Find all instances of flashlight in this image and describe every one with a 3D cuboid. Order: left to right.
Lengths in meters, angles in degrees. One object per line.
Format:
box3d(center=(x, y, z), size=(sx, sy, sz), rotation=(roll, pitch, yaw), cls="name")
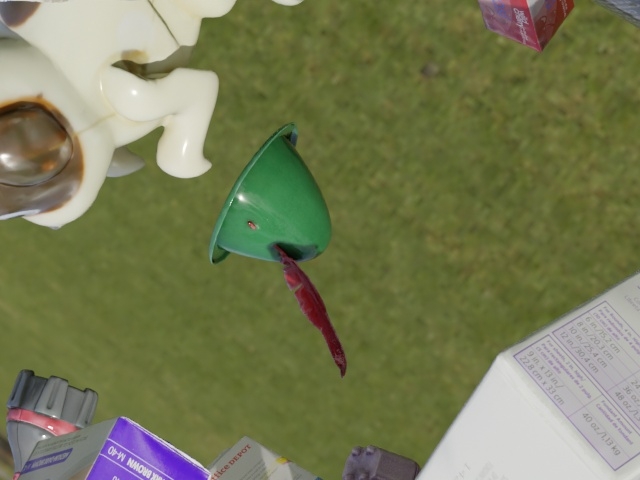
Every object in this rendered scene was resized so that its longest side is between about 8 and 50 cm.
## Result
box3d(center=(-0.336, 0.300, 1.848), size=(0.103, 0.304, 0.103), rotation=(20, 164, -7), cls="flashlight")

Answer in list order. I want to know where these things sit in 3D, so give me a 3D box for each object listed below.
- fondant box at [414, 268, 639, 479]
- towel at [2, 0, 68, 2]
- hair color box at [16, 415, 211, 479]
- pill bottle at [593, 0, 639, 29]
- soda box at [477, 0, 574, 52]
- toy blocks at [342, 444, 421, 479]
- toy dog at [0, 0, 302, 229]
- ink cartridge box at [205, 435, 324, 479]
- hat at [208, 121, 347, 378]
box3d(center=(0.196, 0.105, 0.995), size=(0.096, 0.330, 0.238), rotation=(47, 140, 20), cls="fondant box")
box3d(center=(-0.262, -0.272, 1.243), size=(0.034, 0.285, 0.209), rotation=(-20, 82, 50), cls="towel")
box3d(center=(-0.239, 0.322, 1.382), size=(0.110, 0.339, 0.185), rotation=(35, 151, -20), cls="hair color box")
box3d(center=(0.303, -0.266, 1.362), size=(0.361, 0.204, 0.204), rotation=(23, 177, -37), cls="pill bottle")
box3d(center=(0.238, -0.347, 2.046), size=(0.092, 0.083, 0.263), rotation=(28, 164, 28), cls="soda box")
box3d(center=(0.060, 0.278, 1.467), size=(0.288, 0.309, 0.260), rotation=(-17, 136, 43), cls="toy blocks")
box3d(center=(-0.254, -0.200, 1.736), size=(0.284, 0.408, 0.395), rotation=(15, 158, 38), cls="toy dog")
box3d(center=(-0.063, 0.280, 1.725), size=(0.143, 0.092, 0.090), rotation=(27, 136, 27), cls="ink cartridge box")
box3d(center=(0.000, 0.000, 1.767), size=(0.183, 0.173, 0.208), rotation=(32, 160, 8), cls="hat")
